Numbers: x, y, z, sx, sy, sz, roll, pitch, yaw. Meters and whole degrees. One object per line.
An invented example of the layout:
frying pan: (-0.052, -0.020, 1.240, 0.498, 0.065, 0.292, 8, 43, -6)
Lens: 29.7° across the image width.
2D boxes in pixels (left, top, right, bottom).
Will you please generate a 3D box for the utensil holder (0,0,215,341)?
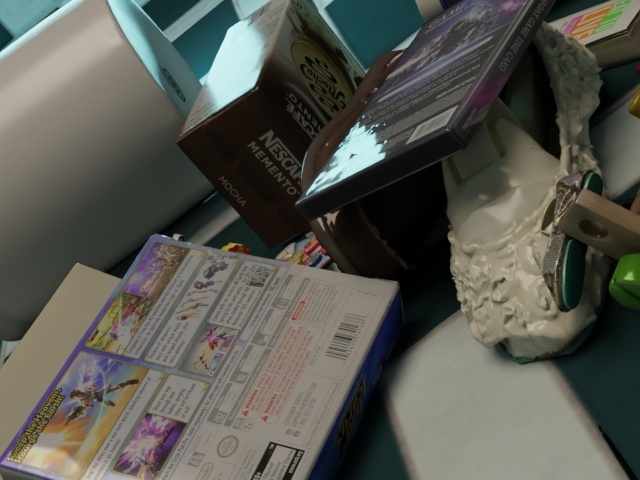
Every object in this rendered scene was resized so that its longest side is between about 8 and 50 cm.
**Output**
utensil holder: (-0.342, -0.106, 1.594, 0.385, 0.327, 0.327, -35, 25, 7)

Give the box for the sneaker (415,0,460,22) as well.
sneaker: (0.237, -0.370, 1.435, 0.236, 0.130, 0.323, -19, 26, 22)

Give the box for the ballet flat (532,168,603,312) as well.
ballet flat: (0.173, 0.001, 0.860, 0.041, 0.041, 0.114, -13, 50, 47)

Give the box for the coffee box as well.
coffee box: (-0.041, -0.149, 1.383, 0.119, 0.168, 0.297, -30, 25, 24)

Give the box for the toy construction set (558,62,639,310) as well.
toy construction set: (0.234, -0.097, 0.769, 0.237, 0.309, 0.257, -56, 19, -19)

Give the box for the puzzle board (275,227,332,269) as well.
puzzle board: (0.000, 0.000, 1.274, 0.128, 0.011, 0.096, -43, 24, -5)

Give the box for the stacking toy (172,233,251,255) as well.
stacking toy: (-0.184, 0.085, 1.354, 0.221, 0.052, 0.167, -49, 25, -16)

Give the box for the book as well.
book: (0.269, -0.203, 1.200, 0.144, 0.035, 0.096, -15, 31, 48)

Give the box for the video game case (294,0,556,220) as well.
video game case: (0.103, -0.139, 1.021, 0.196, 0.026, 0.274, -24, 25, 50)

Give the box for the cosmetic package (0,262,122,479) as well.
cosmetic package: (-0.245, 0.192, 1.101, 0.113, 0.160, 0.309, 19, 52, 13)

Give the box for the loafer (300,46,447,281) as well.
loafer: (0.086, -0.098, 1.160, 0.130, 0.134, 0.366, -25, 29, 33)

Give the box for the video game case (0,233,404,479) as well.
video game case: (-0.090, 0.125, 0.997, 0.244, 0.061, 0.269, 12, 49, 21)

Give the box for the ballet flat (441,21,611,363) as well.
ballet flat: (0.157, -0.071, 1.014, 0.147, 0.147, 0.409, -28, 28, 28)
